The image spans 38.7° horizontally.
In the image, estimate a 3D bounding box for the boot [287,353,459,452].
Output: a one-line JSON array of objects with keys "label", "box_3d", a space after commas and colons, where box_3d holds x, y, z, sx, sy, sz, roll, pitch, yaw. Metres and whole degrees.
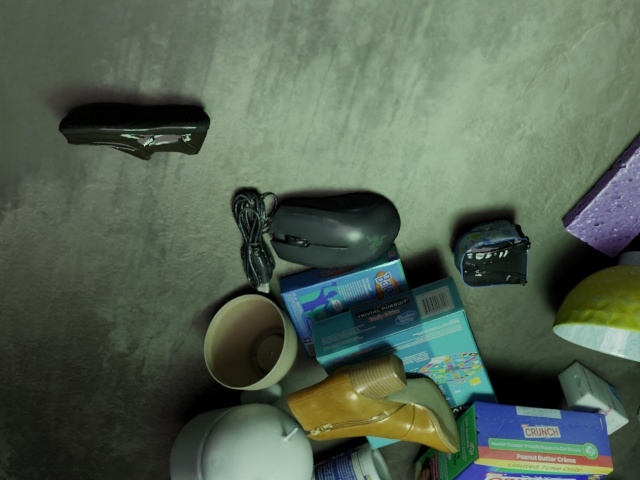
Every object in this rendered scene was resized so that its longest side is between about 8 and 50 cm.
[{"label": "boot", "box_3d": [0.092, 0.303, 1.559, 0.211, 0.104, 0.295, -25, 131, 22]}]

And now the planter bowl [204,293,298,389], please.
[{"label": "planter bowl", "box_3d": [-0.103, 0.184, 1.566, 0.162, 0.162, 0.109, -32, 149, 16]}]

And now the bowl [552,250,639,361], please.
[{"label": "bowl", "box_3d": [0.551, 0.109, 1.544, 0.289, 0.289, 0.156, 18, 78, -17]}]

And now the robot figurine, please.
[{"label": "robot figurine", "box_3d": [-0.141, 0.391, 1.609, 0.199, 0.300, 0.353, 20, 160, -22]}]

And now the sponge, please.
[{"label": "sponge", "box_3d": [0.511, -0.073, 1.509, 0.117, 0.031, 0.210, 26, 119, -20]}]

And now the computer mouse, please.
[{"label": "computer mouse", "box_3d": [0.000, 0.000, 1.485, 0.272, 0.072, 0.189, -7, 124, -1]}]

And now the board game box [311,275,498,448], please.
[{"label": "board game box", "box_3d": [0.158, 0.226, 1.612, 0.253, 0.079, 0.336, -19, 137, 8]}]

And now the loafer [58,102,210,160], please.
[{"label": "loafer", "box_3d": [-0.274, -0.151, 1.348, 0.220, 0.080, 0.078, 1, 124, -6]}]

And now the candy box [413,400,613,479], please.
[{"label": "candy box", "box_3d": [0.354, 0.431, 1.730, 0.268, 0.122, 0.317, 8, 142, -13]}]

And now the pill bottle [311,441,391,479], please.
[{"label": "pill bottle", "box_3d": [0.038, 0.483, 1.799, 0.186, 0.112, 0.112, -25, 123, 12]}]

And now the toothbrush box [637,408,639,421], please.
[{"label": "toothbrush box", "box_3d": [0.710, 0.348, 1.659, 0.126, 0.296, 0.216, -1, 124, -6]}]

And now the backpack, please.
[{"label": "backpack", "box_3d": [0.281, 0.024, 1.520, 0.114, 0.084, 0.105, -9, 125, -6]}]

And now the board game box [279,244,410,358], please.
[{"label": "board game box", "box_3d": [0.053, 0.109, 1.579, 0.210, 0.047, 0.160, -16, 125, 6]}]

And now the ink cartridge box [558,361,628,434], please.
[{"label": "ink cartridge box", "box_3d": [0.516, 0.299, 1.731, 0.122, 0.089, 0.052, 35, 118, -25]}]
